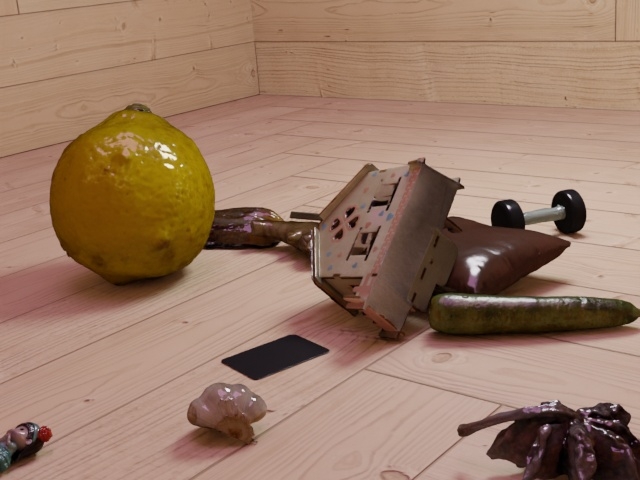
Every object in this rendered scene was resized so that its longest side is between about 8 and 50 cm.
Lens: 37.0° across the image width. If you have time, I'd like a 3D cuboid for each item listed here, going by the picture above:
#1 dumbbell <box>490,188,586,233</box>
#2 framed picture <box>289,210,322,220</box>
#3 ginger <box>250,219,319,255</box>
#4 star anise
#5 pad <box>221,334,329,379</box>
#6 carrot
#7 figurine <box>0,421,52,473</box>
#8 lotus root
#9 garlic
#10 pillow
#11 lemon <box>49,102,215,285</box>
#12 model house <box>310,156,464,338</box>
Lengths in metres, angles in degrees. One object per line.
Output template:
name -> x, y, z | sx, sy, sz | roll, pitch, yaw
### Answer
dumbbell -> 0.481, -0.053, 2.107 | 0.191, 0.100, 0.100 | -10, 18, -16
framed picture -> 0.125, -0.042, 2.180 | 0.324, 0.020, 0.240 | 5, 1, 28
ginger -> 0.001, 0.000, 2.109 | 0.166, 0.080, 0.333 | 2, 4, -42
star anise -> 0.300, 0.248, 1.199 | 0.231, 0.089, 0.209 | 4, 7, -12
pad -> -0.076, 0.194, 1.614 | 0.157, 0.003, 0.112 | -17, 21, -34
carrot -> 0.363, 0.126, 1.622 | 0.359, 0.074, 0.074 | 0, 17, 5
figurine -> -0.427, 0.289, 1.325 | 0.060, 0.047, 0.106 | -12, 13, 40
lotus root -> -0.242, -0.038, 2.289 | 0.330, 0.078, 0.167 | -1, 16, 12
garlic -> -0.133, 0.239, 1.363 | 0.113, 0.074, 0.094 | 1, 11, -7
pillow -> 0.275, 0.032, 1.864 | 0.305, 0.108, 0.308 | -23, 25, -38
lemon -> -0.394, -0.095, 2.025 | 0.350, 0.387, 0.350 | 8, -3, 0
model house -> 0.102, 0.016, 1.746 | 0.244, 0.169, 0.326 | -1, 58, 49
